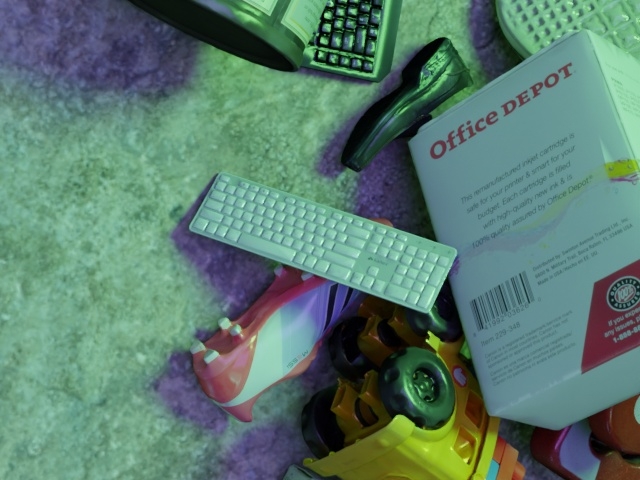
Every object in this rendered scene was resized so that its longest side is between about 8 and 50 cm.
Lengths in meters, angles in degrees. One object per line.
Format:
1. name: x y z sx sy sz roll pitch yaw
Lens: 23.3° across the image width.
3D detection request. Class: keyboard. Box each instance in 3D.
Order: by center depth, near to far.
1. keyboard: 0.000 0.000 1.480 0.256 0.014 0.072 19 60 20
2. keyboard: 0.001 -0.329 1.550 0.201 0.033 0.317 9 87 -16

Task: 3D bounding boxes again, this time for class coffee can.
1. coffee can: -0.053 -0.320 1.416 0.201 0.201 0.275 26 87 -15

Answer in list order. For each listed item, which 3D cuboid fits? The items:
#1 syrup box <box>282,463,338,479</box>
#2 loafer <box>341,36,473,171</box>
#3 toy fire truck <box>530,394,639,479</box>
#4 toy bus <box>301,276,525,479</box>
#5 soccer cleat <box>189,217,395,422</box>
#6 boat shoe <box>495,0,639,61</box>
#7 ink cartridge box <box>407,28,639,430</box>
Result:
1. syrup box: 0.068 0.309 1.543 0.236 0.093 0.096 22 85 -16
2. loafer: 0.090 -0.127 1.564 0.061 0.062 0.170 46 80 -17
3. toy fire truck: 0.351 0.130 1.603 0.254 0.169 0.302 34 82 -33
4. toy bus: 0.114 0.162 1.502 0.211 0.149 0.220 36 47 -19
5. soccer cleat: -0.017 0.074 1.530 0.248 0.083 0.095 -40 117 -12
6. boat shoe: 0.413 -0.167 1.615 0.500 0.156 0.187 20 87 -1
7. ink cartridge box: 0.235 -0.006 1.453 0.131 0.226 0.306 20 49 -46
